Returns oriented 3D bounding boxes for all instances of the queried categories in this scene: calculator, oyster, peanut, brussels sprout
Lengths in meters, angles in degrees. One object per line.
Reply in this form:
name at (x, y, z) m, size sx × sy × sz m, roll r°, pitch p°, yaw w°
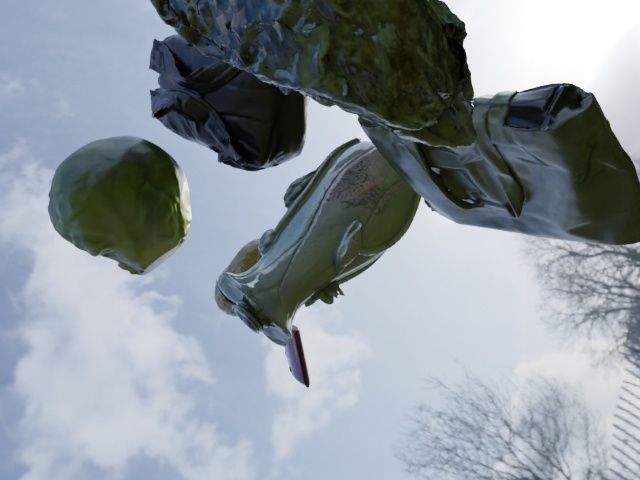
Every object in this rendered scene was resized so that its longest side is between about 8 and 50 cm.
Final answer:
calculator at (-0.064, 0.229, 1.176) m, size 0.034 × 0.190 × 0.127 m, roll -15°, pitch -80°, yaw -13°
oyster at (-0.012, -0.194, 0.424) m, size 0.351 × 0.162 × 0.158 m, roll 43°, pitch -134°, yaw 5°
peanut at (-0.227, 0.125, 1.684) m, size 0.174 × 0.340 × 0.158 m, roll -31°, pitch -100°, yaw -33°
brussels sprout at (-0.459, -0.083, 1.292) m, size 0.343 × 0.268 × 0.345 m, roll 3°, pitch -106°, yaw -10°

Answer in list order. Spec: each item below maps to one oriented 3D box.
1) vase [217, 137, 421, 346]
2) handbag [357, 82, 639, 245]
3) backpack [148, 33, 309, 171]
vase at (0.000, 0.000, 1.106) m, size 0.445 × 0.249 × 0.250 m, roll -47°, pitch -54°, yaw -21°
handbag at (0.206, -0.091, 0.647) m, size 0.253 × 0.315 × 0.109 m, roll 36°, pitch -103°, yaw -40°
backpack at (-0.256, -0.376, 1.422) m, size 0.254 × 0.445 × 0.364 m, roll -30°, pitch -50°, yaw -56°
